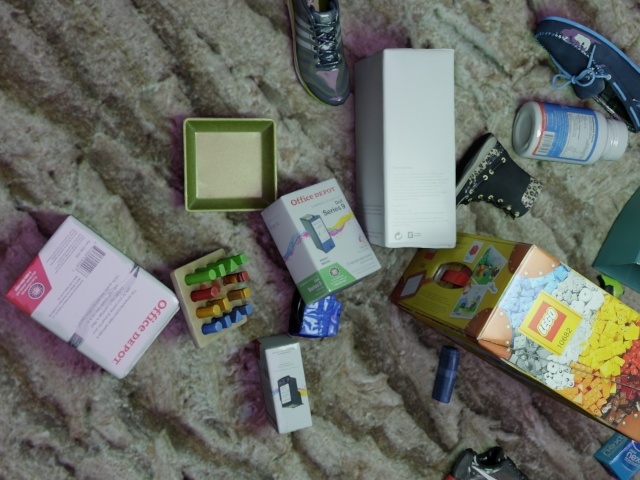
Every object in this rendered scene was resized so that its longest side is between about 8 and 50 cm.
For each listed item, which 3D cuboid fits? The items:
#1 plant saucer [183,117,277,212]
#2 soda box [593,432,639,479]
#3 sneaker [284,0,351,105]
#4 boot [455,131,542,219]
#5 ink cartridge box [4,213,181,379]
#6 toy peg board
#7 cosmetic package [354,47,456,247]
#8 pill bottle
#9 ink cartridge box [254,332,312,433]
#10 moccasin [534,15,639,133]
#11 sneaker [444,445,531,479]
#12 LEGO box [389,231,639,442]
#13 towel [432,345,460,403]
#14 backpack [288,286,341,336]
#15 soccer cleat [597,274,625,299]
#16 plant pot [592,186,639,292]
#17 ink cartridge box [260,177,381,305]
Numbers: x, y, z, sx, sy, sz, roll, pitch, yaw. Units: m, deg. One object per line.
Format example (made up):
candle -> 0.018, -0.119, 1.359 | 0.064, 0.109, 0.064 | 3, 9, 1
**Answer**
plant saucer -> -0.184, -0.153, 1.853 | 0.188, 0.045, 0.189 | -1, 94, -13
soda box -> 0.727, 0.448, 2.080 | 0.210, 0.071, 0.067 | -42, 101, -7
sneaker -> -0.004, -0.417, 1.839 | 0.111, 0.121, 0.300 | -18, 97, -11
boot -> 0.354, -0.089, 1.956 | 0.178, 0.085, 0.236 | 38, 81, -14
ink cartridge box -> -0.435, 0.108, 1.776 | 0.273, 0.114, 0.197 | 39, 84, -12
toy peg board -> -0.194, 0.107, 1.803 | 0.161, 0.079, 0.161 | -28, 102, -55
cosmetic package -> 0.166, -0.183, 1.846 | 0.156, 0.217, 0.385 | 0, 95, -14
pill bottle -> 0.538, -0.227, 1.972 | 0.221, 0.124, 0.124 | 6, 92, -14
ink cartridge box -> -0.077, 0.288, 1.861 | 0.072, 0.127, 0.175 | -11, 96, -14
moccasin -> 0.597, -0.352, 1.971 | 0.342, 0.137, 0.117 | 31, 85, -12
sneaker -> 0.409, 0.526, 1.999 | 0.276, 0.097, 0.135 | 18, 91, -12
LEGO box -> 0.396, 0.160, 1.771 | 0.372, 0.500, 0.193 | 32, 87, -13
towel -> 0.273, 0.288, 1.970 | 0.029, 0.067, 0.120 | 13, 90, -11
backpack -> -0.010, 0.140, 1.886 | 0.101, 0.098, 0.120 | 11, 78, -22
soccer cleat -> 0.613, 0.162, 2.049 | 0.072, 0.060, 0.179 | 28, 80, -3
plant pot -> 0.750, -0.014, 2.017 | 0.165, 0.165, 0.234 | 28, 79, -13
ink cartridge box -> 0.000, 0.000, 1.829 | 0.154, 0.093, 0.212 | -21, 80, -40
